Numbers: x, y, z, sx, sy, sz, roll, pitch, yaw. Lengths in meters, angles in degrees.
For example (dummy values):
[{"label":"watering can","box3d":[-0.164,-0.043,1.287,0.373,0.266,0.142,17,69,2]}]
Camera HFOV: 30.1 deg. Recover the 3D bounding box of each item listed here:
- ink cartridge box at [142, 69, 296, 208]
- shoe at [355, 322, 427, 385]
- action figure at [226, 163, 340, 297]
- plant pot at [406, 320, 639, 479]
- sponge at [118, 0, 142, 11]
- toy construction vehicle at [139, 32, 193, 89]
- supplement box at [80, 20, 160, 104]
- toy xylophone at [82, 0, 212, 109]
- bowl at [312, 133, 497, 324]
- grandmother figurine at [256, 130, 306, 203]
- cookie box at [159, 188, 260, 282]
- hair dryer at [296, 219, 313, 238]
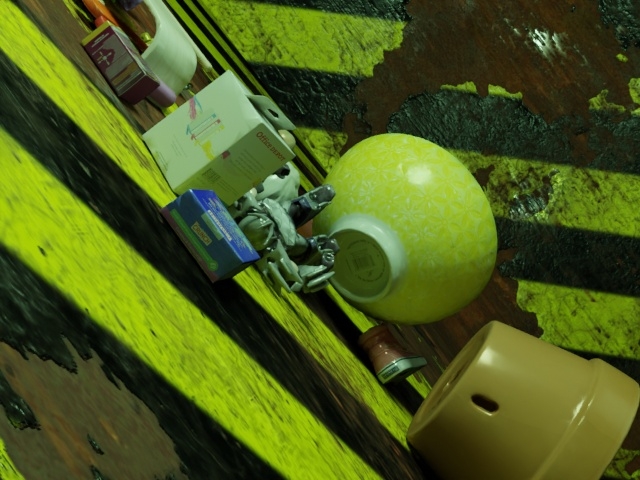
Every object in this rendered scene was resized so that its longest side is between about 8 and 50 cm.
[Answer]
[{"label":"ink cartridge box","box3d":[-0.106,-0.111,1.333,0.090,0.143,0.092,57,7,30]},{"label":"shoe","box3d":[0.105,0.167,1.773,0.081,0.063,0.178,58,10,13]},{"label":"action figure","box3d":[-0.044,-0.019,1.510,0.285,0.099,0.185,-2,72,-77]},{"label":"plant pot","box3d":[0.252,0.242,1.581,0.203,0.291,0.291,38,6,2]},{"label":"sponge","box3d":[-0.313,-0.454,1.831,0.031,0.117,0.210,56,6,38]},{"label":"toy construction vehicle","box3d":[-0.236,-0.268,1.797,0.086,0.035,0.098,65,10,7]},{"label":"supplement box","box3d":[-0.232,-0.206,1.387,0.083,0.043,0.055,54,6,12]},{"label":"toy xylophone","box3d":[-0.259,-0.313,1.604,0.323,0.081,0.236,57,7,30]},{"label":"bowl","box3d":[0.090,0.007,1.705,0.289,0.289,0.156,54,41,2]},{"label":"grandmother figurine","box3d":[-0.083,-0.109,1.780,0.207,0.104,0.342,36,13,-12]},{"label":"cookie box","box3d":[-0.109,-0.006,1.202,0.092,0.040,0.107,54,6,3]},{"label":"hair dryer","box3d":[0.000,0.000,2.010,0.223,0.080,0.293,39,-8,32]}]
